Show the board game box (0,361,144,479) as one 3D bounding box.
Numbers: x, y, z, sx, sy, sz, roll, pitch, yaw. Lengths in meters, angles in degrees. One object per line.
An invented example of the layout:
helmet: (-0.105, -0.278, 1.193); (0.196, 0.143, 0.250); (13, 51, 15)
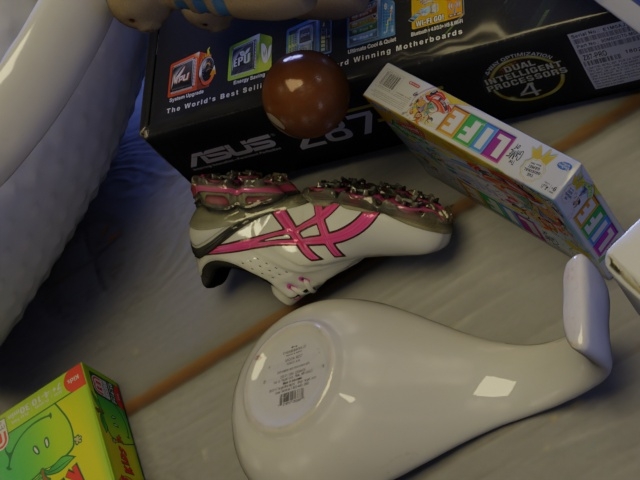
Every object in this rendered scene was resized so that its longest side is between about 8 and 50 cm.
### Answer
board game box: (-0.159, 0.179, 0.861); (0.092, 0.043, 0.181); (-33, 52, 11)

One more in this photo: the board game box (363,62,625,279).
board game box: (0.105, -0.042, 0.789); (0.154, 0.103, 0.026); (34, 84, 40)

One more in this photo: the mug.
mug: (-0.249, -0.106, 0.907); (0.374, 0.276, 0.328); (2, 57, 58)

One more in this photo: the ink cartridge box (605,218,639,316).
ink cartridge box: (0.265, 0.028, 0.532); (0.211, 0.289, 0.121); (-44, 51, 2)

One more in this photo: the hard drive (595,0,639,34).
hard drive: (0.263, -0.168, 0.720); (0.210, 0.040, 0.318); (-40, 66, -15)

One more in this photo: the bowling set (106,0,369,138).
bowling set: (-0.064, -0.160, 0.787); (0.154, 0.287, 0.200); (1, 94, 21)

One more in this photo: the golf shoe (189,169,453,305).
golf shoe: (0.000, 0.000, 0.865); (0.186, 0.067, 0.086); (5, 98, 28)

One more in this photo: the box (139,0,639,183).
box: (0.074, -0.223, 0.916); (0.395, 0.097, 0.318); (-11, 58, 24)

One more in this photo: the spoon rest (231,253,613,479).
spoon rest: (0.055, 0.082, 0.779); (0.276, 0.084, 0.137); (-18, 53, 38)
